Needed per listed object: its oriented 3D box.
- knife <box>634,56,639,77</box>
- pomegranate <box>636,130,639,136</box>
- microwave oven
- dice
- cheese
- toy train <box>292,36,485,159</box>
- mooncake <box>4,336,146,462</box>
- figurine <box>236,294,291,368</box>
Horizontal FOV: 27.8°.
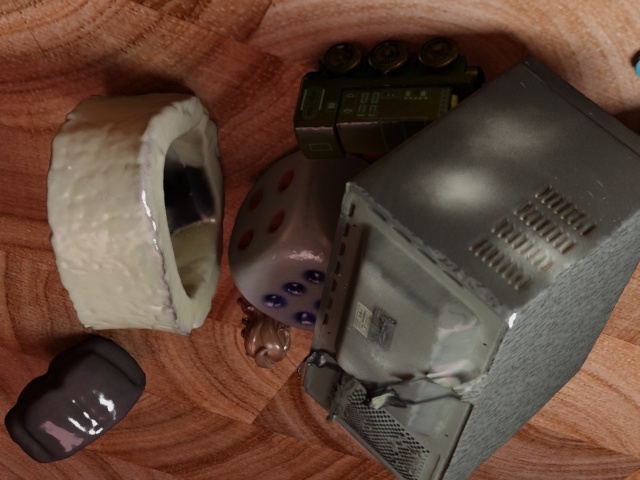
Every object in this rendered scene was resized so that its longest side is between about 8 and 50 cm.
[{"bbox_3d":[0.478,-0.189,1.507,0.222,0.031,0.064,8,149,4],"label":"knife"},{"bbox_3d":[0.407,-0.065,1.585,0.224,0.181,0.181,10,148,27],"label":"pomegranate"},{"bbox_3d":[0.179,0.062,1.531,0.236,0.374,0.432,42,149,22],"label":"microwave oven"},{"bbox_3d":[0.000,0.000,1.769,0.194,0.191,0.193,33,139,-27],"label":"dice"},{"bbox_3d":[-0.234,-0.047,1.692,0.153,0.292,0.332,3,133,11],"label":"cheese"},{"bbox_3d":[0.081,-0.167,1.553,0.226,0.137,0.090,0,144,17],"label":"toy train"},{"bbox_3d":[-0.427,0.277,2.251,0.133,0.245,0.245,48,134,-14],"label":"mooncake"},{"bbox_3d":[-0.081,0.120,2.015,0.126,0.157,0.114,-9,120,35],"label":"figurine"}]
